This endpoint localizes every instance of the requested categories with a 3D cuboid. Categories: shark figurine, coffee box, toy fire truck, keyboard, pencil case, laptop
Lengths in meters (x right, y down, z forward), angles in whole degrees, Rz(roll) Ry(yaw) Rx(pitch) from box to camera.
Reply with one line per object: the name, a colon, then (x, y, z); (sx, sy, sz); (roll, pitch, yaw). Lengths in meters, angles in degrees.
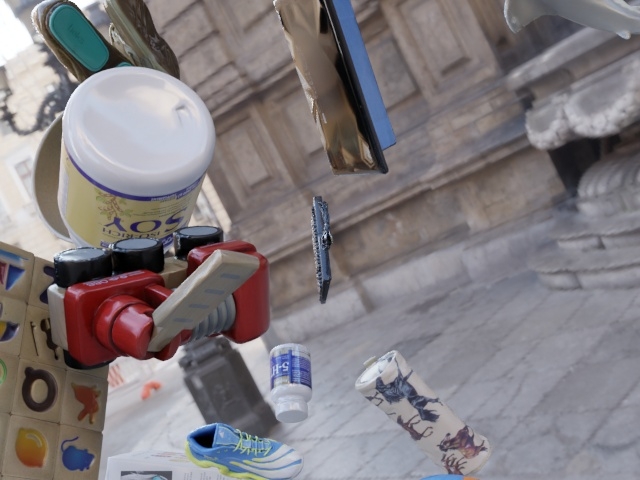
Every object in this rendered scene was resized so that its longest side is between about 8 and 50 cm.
shark figurine: (0.250, -0.241, 0.772); (0.116, 0.278, 0.166); (-47, -13, -16)
coffee box: (-0.320, 0.690, 1.826); (0.334, 0.338, 0.337); (5, -11, 2)
toy fire truck: (-0.124, 0.054, 0.762); (0.217, 0.158, 0.246); (-13, 19, -41)
keyboard: (0.000, 0.000, 2.076); (0.033, 0.317, 0.201); (2, -45, -10)
pencil case: (0.285, 0.488, 2.168); (0.160, 0.410, 0.183); (-46, 0, -9)
laptop: (0.085, -0.350, 1.580); (0.236, 0.382, 0.408); (-23, 11, -17)

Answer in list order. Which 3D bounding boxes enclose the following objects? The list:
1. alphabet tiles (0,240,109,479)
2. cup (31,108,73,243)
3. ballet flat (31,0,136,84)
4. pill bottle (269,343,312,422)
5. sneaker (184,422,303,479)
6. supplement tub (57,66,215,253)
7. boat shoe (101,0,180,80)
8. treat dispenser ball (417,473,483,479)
alphabet tiles: (-0.320, 0.160, 0.726); (0.011, 0.342, 0.285); (-18, -30, 31)
cup: (-0.458, -0.140, 1.783); (0.331, 0.331, 0.237); (-26, -17, 19)
ballet flat: (-0.449, -0.339, 1.527); (0.124, 0.342, 0.116); (23, 72, 40)
pill bottle: (-0.078, 0.377, 2.026); (0.112, 0.186, 0.112); (-3, -36, -2)
sneaker: (-0.155, 0.414, 1.497); (0.240, 0.091, 0.126); (4, -29, 7)
supplement tub: (-0.328, -0.111, 1.335); (0.241, 0.241, 0.331); (-28, -16, -31)
boat shoe: (-0.390, -0.416, 1.603); (0.098, 0.109, 0.302); (-11, -22, 9)
treat dispenser ball: (0.200, 0.496, 1.138); (0.288, 0.288, 0.288); (-27, 2, 1)
